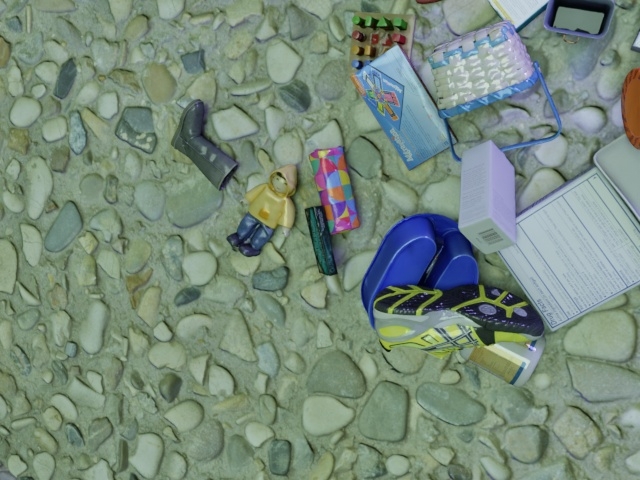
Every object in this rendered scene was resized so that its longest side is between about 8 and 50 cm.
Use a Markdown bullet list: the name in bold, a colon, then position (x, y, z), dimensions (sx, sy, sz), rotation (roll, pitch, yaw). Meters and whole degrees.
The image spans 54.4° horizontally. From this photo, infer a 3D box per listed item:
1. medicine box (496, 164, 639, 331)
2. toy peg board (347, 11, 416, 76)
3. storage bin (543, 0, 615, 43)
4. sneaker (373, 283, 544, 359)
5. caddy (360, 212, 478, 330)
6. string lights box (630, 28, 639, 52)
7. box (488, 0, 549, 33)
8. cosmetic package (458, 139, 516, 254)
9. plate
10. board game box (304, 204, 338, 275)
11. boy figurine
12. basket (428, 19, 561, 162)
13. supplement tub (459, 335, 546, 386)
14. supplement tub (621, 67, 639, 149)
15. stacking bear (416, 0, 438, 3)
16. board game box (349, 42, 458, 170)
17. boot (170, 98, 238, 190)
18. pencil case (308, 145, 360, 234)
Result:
- **medicine box**: position (0.580, 0.015, 1.427), dimensions (0.289, 0.149, 0.263), rotation (-36, 84, 24)
- **toy peg board**: position (0.143, -0.489, 1.559), dimensions (0.161, 0.079, 0.161), rotation (11, 103, 21)
- **storage bin**: position (0.569, -0.485, 1.378), dimensions (0.135, 0.091, 0.098), rotation (17, 105, 20)
- **sneaker**: position (0.314, 0.194, 1.446), dimensions (0.384, 0.145, 0.147), rotation (5, 118, 10)
- **caddy**: position (0.245, 0.100, 1.568), dimensions (0.241, 0.179, 0.341), rotation (24, 108, -7)
- **string lights box**: position (0.775, -0.507, 1.298), dimensions (0.133, 0.076, 0.260), rotation (26, 107, 16)
- **box**: position (0.507, -0.588, 1.403), dimensions (0.244, 0.060, 0.100), rotation (-38, 84, 23)
- **cosmetic package**: position (0.378, -0.100, 1.410), dimensions (0.085, 0.231, 0.117), rotation (-22, 132, 37)
- **plate**: position (0.749, -0.131, 1.331), dimensions (0.277, 0.045, 0.278), rotation (-33, 85, -12)
- **board game box**: position (0.000, 0.000, 1.680), dimensions (0.026, 0.126, 0.186), rotation (-14, 94, -13)
- **boy figurine**: position (-0.141, -0.084, 1.738), dimensions (0.177, 0.092, 0.285), rotation (43, 115, 13)
- **basket**: position (0.389, -0.334, 1.421), dimensions (0.254, 0.201, 0.289), rotation (-13, 107, 28)
- **supplement tub**: position (0.431, 0.253, 1.531), dimensions (0.199, 0.144, 0.144), rotation (28, 108, 16)
- **supplement tub**: position (0.792, -0.282, 1.218), dimensions (0.337, 0.207, 0.207), rotation (-8, 96, 6)
- **stacking bear**: position (0.243, -0.647, 1.375), dimensions (0.164, 0.289, 0.175), rotation (0, 99, 22)
- **board game box**: position (0.209, -0.328, 1.552), dimensions (0.145, 0.027, 0.281), rotation (-30, 101, 23)
- **boot**: position (-0.320, -0.273, 1.787), dimensions (0.208, 0.076, 0.190), rotation (43, 126, 18)
- **pencil case**: position (0.037, -0.135, 1.655), dimensions (0.104, 0.104, 0.236), rotation (-11, 93, 23)
